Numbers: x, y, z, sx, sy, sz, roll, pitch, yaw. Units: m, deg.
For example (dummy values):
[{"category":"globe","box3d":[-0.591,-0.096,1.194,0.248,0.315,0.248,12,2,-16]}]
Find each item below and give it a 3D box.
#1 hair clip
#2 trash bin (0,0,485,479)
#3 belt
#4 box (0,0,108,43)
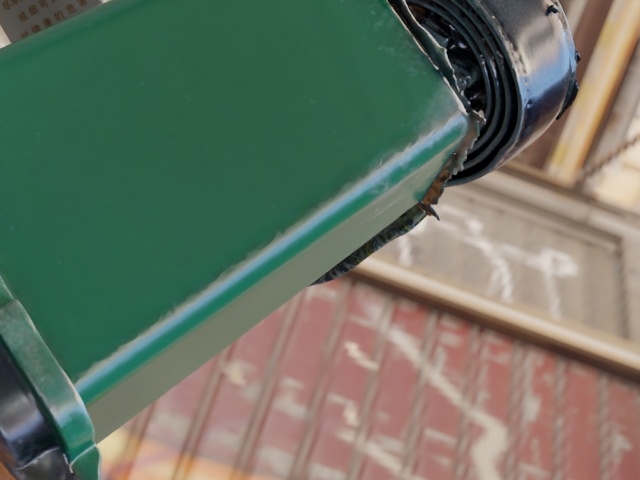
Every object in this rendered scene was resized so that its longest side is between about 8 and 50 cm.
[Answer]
[{"category":"hair clip","box3d":[0.002,0.001,1.435,0.229,0.036,0.066,-26,-126,19]},{"category":"trash bin","box3d":[-0.102,-0.014,1.122,0.381,0.295,0.259,-32,171,-16]},{"category":"belt","box3d":[0.075,-0.149,1.436,0.116,0.267,0.206,-37,117,-40]},{"category":"box","box3d":[-0.241,-0.234,1.389,0.090,0.167,0.024,-27,-173,22]}]
